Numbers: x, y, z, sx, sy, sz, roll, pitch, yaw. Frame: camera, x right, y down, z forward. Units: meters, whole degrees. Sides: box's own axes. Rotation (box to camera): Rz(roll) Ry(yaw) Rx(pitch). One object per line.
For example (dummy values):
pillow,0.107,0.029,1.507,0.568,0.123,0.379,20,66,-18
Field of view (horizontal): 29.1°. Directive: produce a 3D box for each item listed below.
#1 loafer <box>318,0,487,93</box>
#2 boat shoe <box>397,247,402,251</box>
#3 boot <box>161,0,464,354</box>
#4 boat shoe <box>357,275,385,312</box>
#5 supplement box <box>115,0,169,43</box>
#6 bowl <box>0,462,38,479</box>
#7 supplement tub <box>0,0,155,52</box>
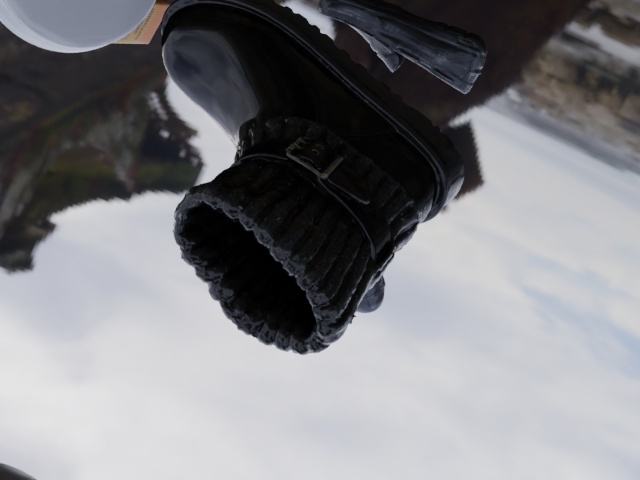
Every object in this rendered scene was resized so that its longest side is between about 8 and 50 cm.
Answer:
loafer,0.096,-0.249,1.536,0.223,0.078,0.076,23,-162,9
boat shoe,0.068,-0.016,1.610,0.049,0.042,0.133,22,-166,-40
boot,-0.063,-0.077,1.094,0.348,0.131,0.260,34,-132,15
boat shoe,0.000,0.000,1.555,0.301,0.108,0.102,40,156,56
supplement box,-0.313,-0.315,1.660,0.080,0.078,0.233,46,-151,21
bowl,-0.282,0.220,0.766,0.134,0.298,0.298,55,-158,24
supplement tub,-0.283,-0.307,1.343,0.191,0.191,0.272,21,-174,-24
